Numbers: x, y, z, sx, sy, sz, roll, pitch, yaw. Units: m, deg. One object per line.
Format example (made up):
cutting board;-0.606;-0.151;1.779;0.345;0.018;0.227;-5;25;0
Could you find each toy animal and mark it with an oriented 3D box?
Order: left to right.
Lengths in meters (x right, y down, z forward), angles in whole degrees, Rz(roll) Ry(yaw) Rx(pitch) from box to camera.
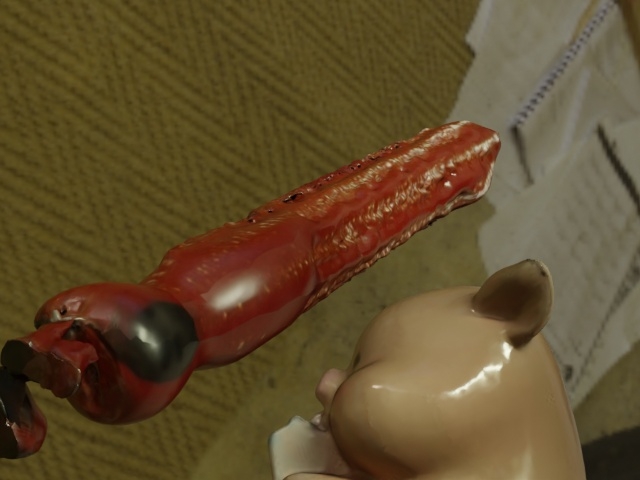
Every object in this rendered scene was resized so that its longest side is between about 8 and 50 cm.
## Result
toy animal;0.072;0.162;0.767;0.195;0.213;0.256;74;9;-78

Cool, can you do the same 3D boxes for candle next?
candle;0.000;0.000;0.447;0.329;0.051;0.048;-30;135;-55
